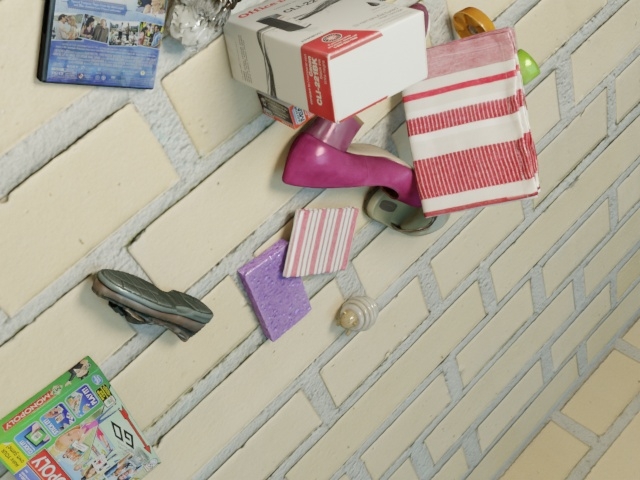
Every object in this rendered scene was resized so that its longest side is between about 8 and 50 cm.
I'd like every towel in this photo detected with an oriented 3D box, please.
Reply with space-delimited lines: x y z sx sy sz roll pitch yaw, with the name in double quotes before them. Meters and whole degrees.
"towel" 0.280 -0.224 1.490 0.037 0.237 0.329 -3 83 -65
"towel" 0.000 0.000 1.589 0.197 0.029 0.144 -5 112 -49

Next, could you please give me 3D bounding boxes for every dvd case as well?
"dvd case" -0.298 -0.341 1.091 0.180 0.022 0.253 -6 119 -42

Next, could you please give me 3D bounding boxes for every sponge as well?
"sponge" -0.090 0.104 1.588 0.117 0.031 0.210 -39 136 -22

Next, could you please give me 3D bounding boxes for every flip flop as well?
"flip flop" 0.208 -0.062 1.743 0.277 0.080 0.112 14 104 -49

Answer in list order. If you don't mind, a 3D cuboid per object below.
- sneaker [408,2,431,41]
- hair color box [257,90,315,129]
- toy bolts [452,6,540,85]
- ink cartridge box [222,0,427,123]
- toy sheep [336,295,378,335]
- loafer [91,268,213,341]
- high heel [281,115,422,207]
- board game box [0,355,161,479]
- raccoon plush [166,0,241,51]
"sneaker" 0.145 -0.373 1.484 0.084 0.069 0.185 12 105 -53
"hair color box" -0.017 -0.273 1.366 0.167 0.093 0.053 -38 137 -21
"toy bolts" 0.297 -0.335 1.594 0.158 0.228 0.218 -44 94 -9
"ink cartridge box" 0.003 -0.305 1.227 0.197 0.273 0.114 -31 130 -28
"toy sheep" 0.089 0.168 1.774 0.132 0.091 0.091 -28 134 -49
"loafer" -0.295 0.125 1.348 0.084 0.096 0.267 -55 143 6
"high heel" 0.073 -0.116 1.548 0.377 0.127 0.181 36 90 -41
"board game box" -0.437 0.380 1.404 0.213 0.046 0.317 -39 137 -22
"raccoon plush" -0.006 -0.427 1.084 0.216 0.299 0.446 20 100 -36
